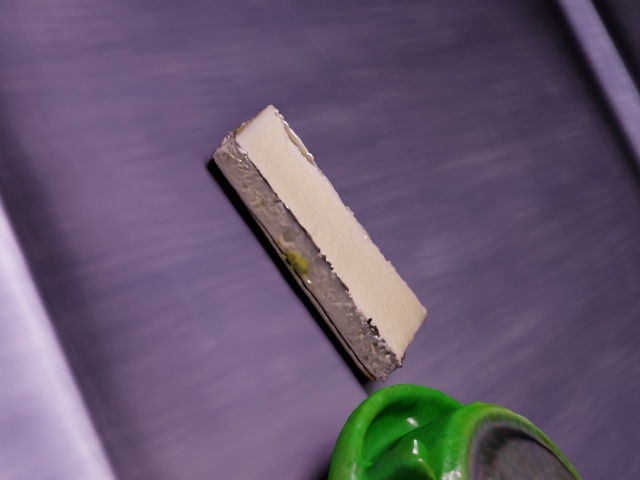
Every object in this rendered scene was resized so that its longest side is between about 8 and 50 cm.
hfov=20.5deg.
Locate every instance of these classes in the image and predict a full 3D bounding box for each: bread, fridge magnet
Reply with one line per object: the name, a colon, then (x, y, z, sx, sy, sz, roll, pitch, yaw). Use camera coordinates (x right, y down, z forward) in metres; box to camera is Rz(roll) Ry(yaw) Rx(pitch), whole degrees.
bread: (0.000, 0.000, 0.940, 0.153, 0.028, 0.068, 54, 26, -8)
fridge magnet: (0.081, 0.161, 0.841, 0.208, 0.088, 0.208, 41, 31, -32)
